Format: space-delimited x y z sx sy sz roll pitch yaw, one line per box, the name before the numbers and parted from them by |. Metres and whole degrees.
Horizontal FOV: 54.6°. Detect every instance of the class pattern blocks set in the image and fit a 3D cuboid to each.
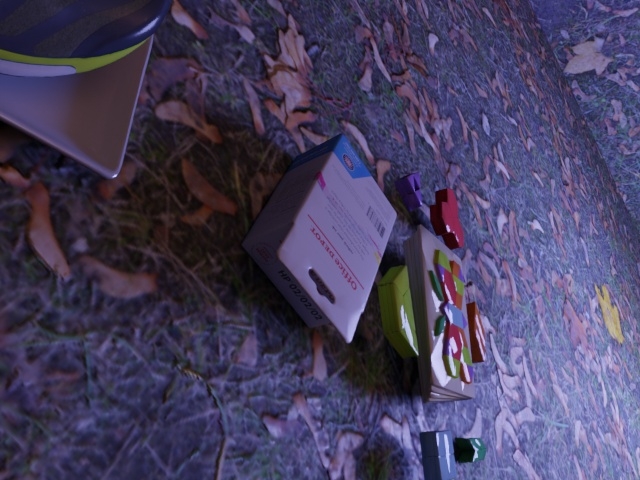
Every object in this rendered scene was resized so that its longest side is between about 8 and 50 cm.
pattern blocks set | 0.135 0.083 0.678 0.285 0.026 0.324 6 73 -61

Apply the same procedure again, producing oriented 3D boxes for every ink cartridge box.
ink cartridge box | 0.000 0.000 0.545 0.104 0.062 0.181 53 37 -22

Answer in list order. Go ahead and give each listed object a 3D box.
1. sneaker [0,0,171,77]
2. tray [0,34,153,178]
sneaker | -0.182 -0.162 0.279 0.300 0.121 0.111 2 71 -53
tray | -0.223 -0.149 0.352 0.270 0.030 0.145 33 47 -40
